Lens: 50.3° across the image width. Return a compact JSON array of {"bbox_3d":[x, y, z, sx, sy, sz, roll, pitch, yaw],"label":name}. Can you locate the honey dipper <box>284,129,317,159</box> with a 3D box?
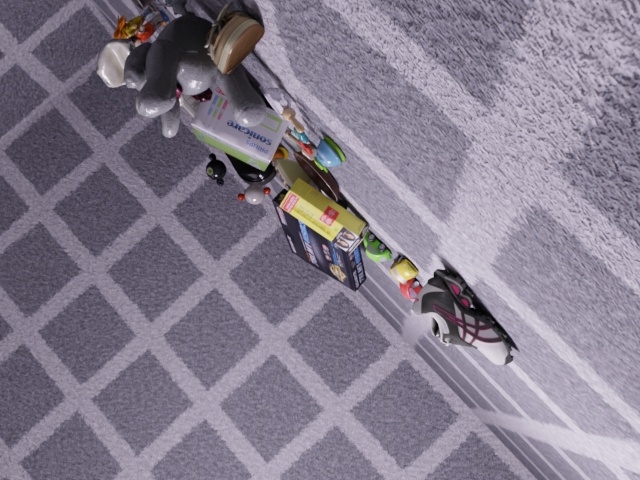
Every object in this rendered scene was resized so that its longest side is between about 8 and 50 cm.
[{"bbox_3d":[-0.050,-0.237,1.665,0.030,0.030,0.161,51,177,-37],"label":"honey dipper"}]

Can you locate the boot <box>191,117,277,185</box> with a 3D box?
[{"bbox_3d":[-0.310,-0.354,2.376,0.348,0.131,0.260,45,175,34],"label":"boot"}]

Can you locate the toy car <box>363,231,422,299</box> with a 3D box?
[{"bbox_3d":[0.187,0.065,1.846,0.225,0.053,0.239,45,174,28],"label":"toy car"}]

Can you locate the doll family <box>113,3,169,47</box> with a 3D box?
[{"bbox_3d":[-0.542,-0.622,2.053,0.118,0.163,0.263,47,175,0],"label":"doll family"}]

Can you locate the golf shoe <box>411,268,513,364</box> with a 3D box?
[{"bbox_3d":[0.300,0.184,1.449,0.273,0.120,0.105,48,174,-18],"label":"golf shoe"}]

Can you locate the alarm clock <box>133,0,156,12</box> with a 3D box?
[{"bbox_3d":[-0.496,-0.680,1.781,0.192,0.064,0.129,42,173,29],"label":"alarm clock"}]

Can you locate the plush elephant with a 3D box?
[{"bbox_3d":[-0.314,-0.344,1.447,0.255,0.272,0.330,-35,68,52],"label":"plush elephant"}]

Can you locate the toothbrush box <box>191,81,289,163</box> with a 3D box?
[{"bbox_3d":[-0.202,-0.280,1.719,0.206,0.122,0.283,25,179,-7],"label":"toothbrush box"}]

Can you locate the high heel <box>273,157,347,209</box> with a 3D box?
[{"bbox_3d":[-0.043,-0.117,1.943,0.261,0.093,0.186,39,155,10],"label":"high heel"}]

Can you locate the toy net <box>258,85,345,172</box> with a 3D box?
[{"bbox_3d":[-0.041,-0.244,1.445,0.232,0.045,0.122,50,177,-10],"label":"toy net"}]

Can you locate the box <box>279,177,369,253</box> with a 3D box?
[{"bbox_3d":[0.011,-0.065,1.819,0.232,0.058,0.087,35,141,-3],"label":"box"}]

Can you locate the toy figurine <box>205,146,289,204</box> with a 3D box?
[{"bbox_3d":[-0.219,-0.230,2.039,0.213,0.209,0.148,34,180,-9],"label":"toy figurine"}]

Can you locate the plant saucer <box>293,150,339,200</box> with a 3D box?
[{"bbox_3d":[-0.005,-0.173,1.769,0.168,0.029,0.168,47,174,6],"label":"plant saucer"}]

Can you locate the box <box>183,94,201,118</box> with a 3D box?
[{"bbox_3d":[-0.362,-0.455,1.912,0.232,0.148,0.127,48,176,1],"label":"box"}]

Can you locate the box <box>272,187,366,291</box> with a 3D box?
[{"bbox_3d":[0.000,0.000,2.186,0.293,0.073,0.295,29,154,29],"label":"box"}]

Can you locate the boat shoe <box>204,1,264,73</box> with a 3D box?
[{"bbox_3d":[-0.170,-0.364,1.230,0.089,0.104,0.285,46,176,-12],"label":"boat shoe"}]
